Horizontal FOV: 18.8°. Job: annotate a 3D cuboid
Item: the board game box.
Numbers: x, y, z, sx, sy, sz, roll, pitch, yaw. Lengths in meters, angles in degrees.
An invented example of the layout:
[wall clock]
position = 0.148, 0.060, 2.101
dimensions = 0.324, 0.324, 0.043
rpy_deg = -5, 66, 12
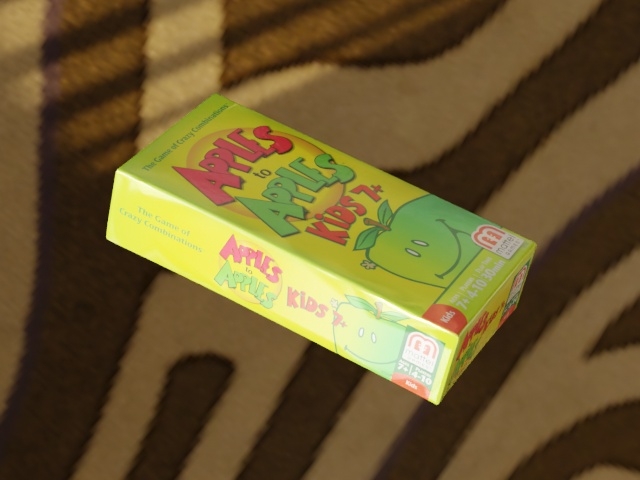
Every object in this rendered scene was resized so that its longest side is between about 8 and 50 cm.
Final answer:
[board game box]
position = 0.000, 0.000, 0.920
dimensions = 0.092, 0.181, 0.043
rpy_deg = -45, 155, -49
